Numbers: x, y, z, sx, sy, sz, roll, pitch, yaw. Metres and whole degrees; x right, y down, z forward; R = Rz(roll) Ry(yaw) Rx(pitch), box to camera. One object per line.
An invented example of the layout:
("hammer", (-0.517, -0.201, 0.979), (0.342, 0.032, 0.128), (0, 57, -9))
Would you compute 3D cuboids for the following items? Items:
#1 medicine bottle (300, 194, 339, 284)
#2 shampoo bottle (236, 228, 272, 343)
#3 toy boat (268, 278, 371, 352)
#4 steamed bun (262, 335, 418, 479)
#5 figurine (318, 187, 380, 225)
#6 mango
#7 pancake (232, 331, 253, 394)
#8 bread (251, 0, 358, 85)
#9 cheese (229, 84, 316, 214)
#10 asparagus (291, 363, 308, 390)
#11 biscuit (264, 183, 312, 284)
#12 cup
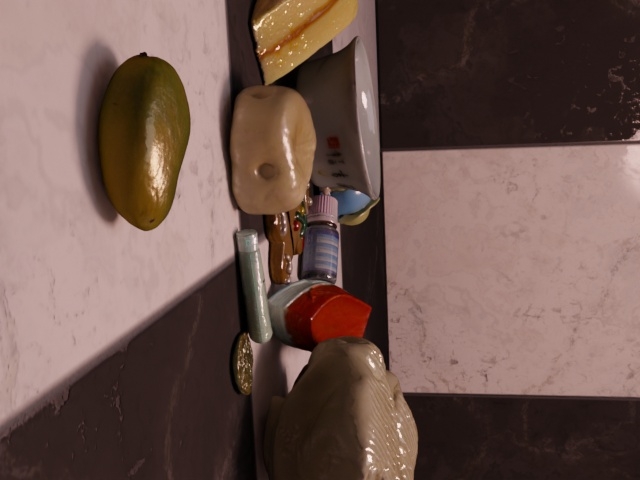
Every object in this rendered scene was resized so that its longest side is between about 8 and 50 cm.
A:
("medicine bottle", (0.000, 0.000, 1.958), (0.083, 0.084, 0.203), (62, 28, -67))
("shampoo bottle", (-0.112, 0.075, 1.471), (0.069, 0.041, 0.190), (-103, -174, -70))
("toy boat", (-0.017, 0.150, 1.774), (0.332, 0.133, 0.145), (22, 86, -66))
("steamed bun", (0.024, 0.375, 1.602), (0.367, 0.255, 0.342), (-82, 152, -56))
("figurine", (0.064, -0.158, 2.132), (0.180, 0.154, 0.261), (-54, 147, -54))
("mango", (-0.192, -0.111, 0.957), (0.122, 0.086, 0.191), (60, 30, -75))
("pancake", (-0.127, 0.206, 1.453), (0.108, 0.017, 0.108), (-1, 90, -79))
("bread", (-0.023, -0.424, 1.654), (0.167, 0.163, 0.264), (78, 16, -48))
("cheese", (-0.080, -0.147, 1.466), (0.235, 0.117, 0.217), (40, 52, -71))
("asparagus", (-0.035, 0.391, 1.785), (0.080, 0.080, 0.287), (-37, 131, -77))
("biscuit", (-0.058, -0.052, 1.764), (0.301, 0.049, 0.196), (-71, 159, -63))
("cup", (0.025, -0.251, 1.861), (0.347, 0.163, 0.347), (-5, 90, -80))
